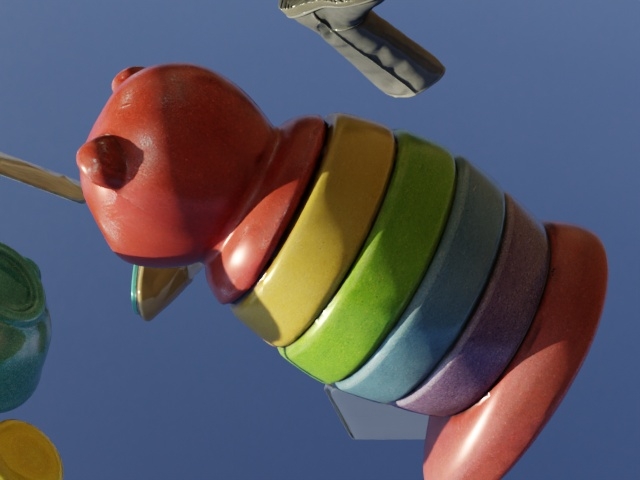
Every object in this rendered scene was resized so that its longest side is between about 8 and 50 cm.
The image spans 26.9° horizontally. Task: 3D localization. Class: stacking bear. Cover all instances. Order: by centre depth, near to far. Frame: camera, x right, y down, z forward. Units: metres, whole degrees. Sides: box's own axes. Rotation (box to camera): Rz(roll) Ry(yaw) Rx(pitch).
[{"bbox_3d":[0.000,0.000,0.762,0.289,0.164,0.175,27,-138,-13],"label":"stacking bear"}]

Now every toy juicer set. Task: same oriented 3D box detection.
[{"bbox_3d":[-0.255,0.029,0.845,0.209,0.089,0.329,36,-152,-30],"label":"toy juicer set"}]

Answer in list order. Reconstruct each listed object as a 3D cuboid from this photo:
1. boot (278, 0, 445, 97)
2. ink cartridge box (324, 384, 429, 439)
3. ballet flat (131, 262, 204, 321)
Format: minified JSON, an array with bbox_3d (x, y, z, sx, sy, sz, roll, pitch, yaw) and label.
[{"bbox_3d":[0.075,-0.244,1.580,0.190,0.208,0.076,3,-119,51],"label":"boot"},{"bbox_3d":[0.106,0.079,1.268,0.154,0.093,0.212,-5,-135,22],"label":"ink cartridge box"},{"bbox_3d":[-0.111,-0.033,1.168,0.073,0.080,0.232,3,-123,5],"label":"ballet flat"}]
